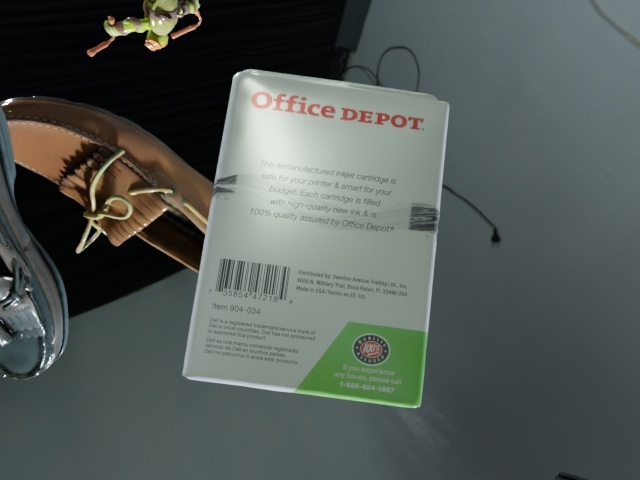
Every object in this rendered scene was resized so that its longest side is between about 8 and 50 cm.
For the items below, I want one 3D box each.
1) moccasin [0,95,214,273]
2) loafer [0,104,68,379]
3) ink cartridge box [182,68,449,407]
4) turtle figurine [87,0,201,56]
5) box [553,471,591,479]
[{"bbox_3d":[-0.246,-0.048,0.687,0.139,0.380,0.146,-19,51,32],"label":"moccasin"},{"bbox_3d":[-0.275,0.007,0.401,0.084,0.096,0.267,-99,4,-67],"label":"loafer"},{"bbox_3d":[0.000,0.000,0.490,0.115,0.199,0.272,103,175,-80],"label":"ink cartridge box"},{"bbox_3d":[-0.312,-0.443,0.969,0.087,0.270,0.217,41,140,18],"label":"turtle figurine"},{"bbox_3d":[0.169,0.276,0.321,0.059,0.232,0.183,38,165,2],"label":"box"}]
